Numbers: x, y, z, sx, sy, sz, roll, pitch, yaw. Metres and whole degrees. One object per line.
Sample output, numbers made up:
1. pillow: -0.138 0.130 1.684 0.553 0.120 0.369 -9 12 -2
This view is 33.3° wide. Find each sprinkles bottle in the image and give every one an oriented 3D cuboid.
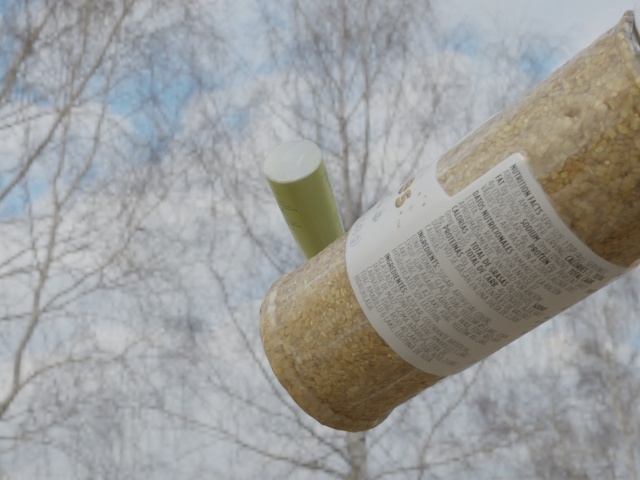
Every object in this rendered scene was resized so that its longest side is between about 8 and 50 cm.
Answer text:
1. sprinkles bottle: 0.114 -0.012 0.614 0.121 0.121 0.355 19 -43 -38

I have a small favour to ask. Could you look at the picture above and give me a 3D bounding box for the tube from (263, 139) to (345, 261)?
1. tube: 0.000 0.000 1.130 0.062 0.070 0.240 3 -39 21
